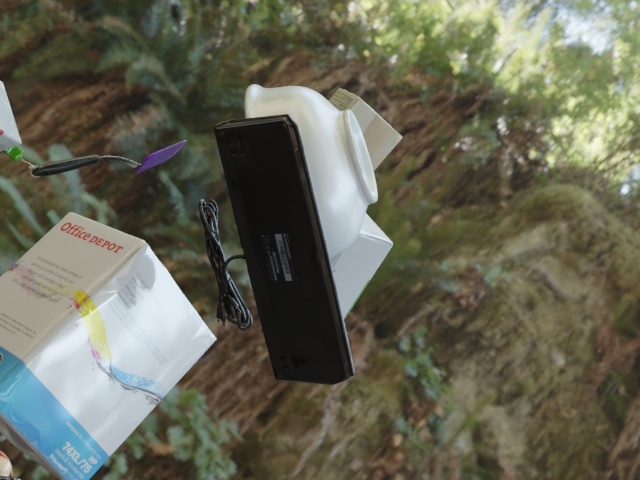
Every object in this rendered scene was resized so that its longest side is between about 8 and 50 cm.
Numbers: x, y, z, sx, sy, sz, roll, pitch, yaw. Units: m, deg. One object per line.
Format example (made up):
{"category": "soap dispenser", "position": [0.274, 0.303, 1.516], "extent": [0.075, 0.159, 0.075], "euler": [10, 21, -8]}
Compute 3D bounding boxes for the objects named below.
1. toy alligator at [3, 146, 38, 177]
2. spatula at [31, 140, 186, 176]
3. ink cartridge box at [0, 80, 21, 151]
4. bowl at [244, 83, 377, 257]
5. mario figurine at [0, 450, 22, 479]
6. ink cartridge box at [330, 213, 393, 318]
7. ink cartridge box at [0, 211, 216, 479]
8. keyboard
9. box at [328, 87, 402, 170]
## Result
{"category": "toy alligator", "position": [-0.628, -0.193, 2.111], "extent": [0.189, 0.056, 0.051], "euler": [37, -20, 10]}
{"category": "spatula", "position": [-0.384, -0.143, 1.945], "extent": [0.084, 0.296, 0.030], "euler": [-39, -114, 52]}
{"category": "ink cartridge box", "position": [-0.632, -0.172, 1.642], "extent": [0.197, 0.272, 0.114], "euler": [65, 6, -85]}
{"category": "bowl", "position": [0.001, -0.106, 1.572], "extent": [0.134, 0.298, 0.298], "euler": [-15, -62, 10]}
{"category": "mario figurine", "position": [-0.432, 0.372, 1.446], "extent": [0.320, 0.170, 0.198], "euler": [31, -21, 51]}
{"category": "ink cartridge box", "position": [0.000, 0.000, 1.782], "extent": [0.160, 0.092, 0.219], "euler": [-59, -138, 17]}
{"category": "ink cartridge box", "position": [-0.320, 0.135, 1.384], "extent": [0.198, 0.270, 0.197], "euler": [18, -32, 47]}
{"category": "keyboard", "position": [-0.063, 0.015, 1.232], "extent": [0.201, 0.033, 0.317], "euler": [-1, -73, 40]}
{"category": "box", "position": [-0.006, -0.128, 2.023], "extent": [0.121, 0.311, 0.148], "euler": [40, 4, -21]}
